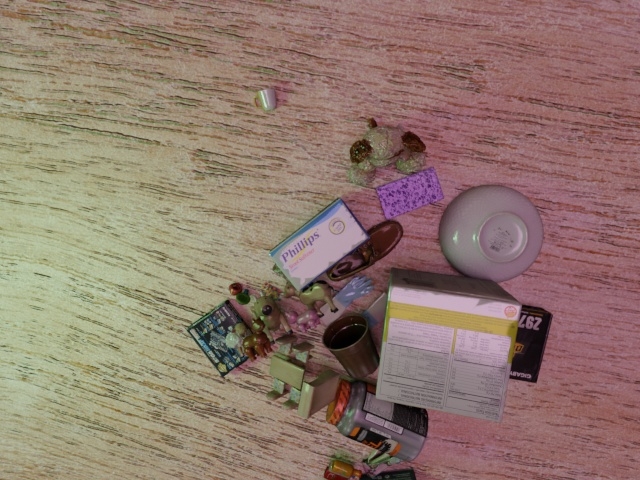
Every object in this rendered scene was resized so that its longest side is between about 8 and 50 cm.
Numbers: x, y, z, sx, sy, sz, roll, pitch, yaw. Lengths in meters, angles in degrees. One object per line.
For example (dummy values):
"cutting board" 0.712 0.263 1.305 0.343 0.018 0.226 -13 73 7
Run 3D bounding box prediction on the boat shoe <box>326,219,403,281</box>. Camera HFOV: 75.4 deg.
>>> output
"boat shoe" 0.157 0.044 1.400 0.307 0.104 0.110 -38 94 5

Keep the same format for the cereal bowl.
"cereal bowl" 0.577 -0.017 1.367 0.339 0.141 0.338 0 96 0

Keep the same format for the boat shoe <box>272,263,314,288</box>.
"boat shoe" -0.089 0.139 1.443 0.183 0.066 0.066 43 101 6

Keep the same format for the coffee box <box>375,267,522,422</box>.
"coffee box" 0.359 0.287 1.249 0.338 0.337 0.334 7 96 11

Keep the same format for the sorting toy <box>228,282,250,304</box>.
"sorting toy" -0.284 0.195 1.453 0.102 0.061 0.042 51 130 29

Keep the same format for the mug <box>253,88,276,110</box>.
"mug" -0.179 -0.467 1.381 0.062 0.078 0.064 -21 107 -29

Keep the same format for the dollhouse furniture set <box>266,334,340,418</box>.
"dollhouse furniture set" -0.085 0.466 1.382 0.242 0.161 0.212 15 98 31

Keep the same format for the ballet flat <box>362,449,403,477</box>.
"ballet flat" 0.247 0.777 1.502 0.222 0.077 0.079 -34 91 9

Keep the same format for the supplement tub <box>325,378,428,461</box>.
"supplement tub" 0.190 0.606 1.421 0.316 0.193 0.193 23 97 -1

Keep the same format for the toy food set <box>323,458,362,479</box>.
"toy food set" 0.061 0.896 1.498 0.105 0.111 0.232 20 94 -1

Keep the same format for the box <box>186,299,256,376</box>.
"box" -0.340 0.349 1.475 0.175 0.051 0.220 -36 95 5

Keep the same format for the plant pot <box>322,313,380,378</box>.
"plant pot" 0.116 0.365 1.402 0.167 0.167 0.165 -27 114 4

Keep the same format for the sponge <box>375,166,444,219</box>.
"sponge" 0.303 -0.161 1.410 0.210 0.031 0.117 -20 96 4

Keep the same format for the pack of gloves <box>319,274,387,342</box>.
"pack of gloves" 0.127 0.239 1.466 0.232 0.046 0.195 -43 105 9

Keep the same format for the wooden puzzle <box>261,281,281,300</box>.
"wooden puzzle" -0.176 0.188 1.474 0.083 0.006 0.049 31 96 -2

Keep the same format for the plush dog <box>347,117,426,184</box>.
"plush dog" 0.200 -0.299 1.298 0.263 0.225 0.210 -14 96 3

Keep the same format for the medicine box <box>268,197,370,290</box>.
"medicine box" 0.000 0.000 1.306 0.263 0.289 0.149 -38 94 5

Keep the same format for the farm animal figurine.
"farm animal figurine" -0.140 0.231 1.340 0.330 0.327 0.172 -27 88 -29

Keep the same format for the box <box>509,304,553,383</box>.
"box" 0.607 0.339 1.439 0.322 0.079 0.257 10 95 0

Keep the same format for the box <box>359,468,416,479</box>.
"box" 0.259 1.024 1.366 0.212 0.395 0.293 -8 96 2
